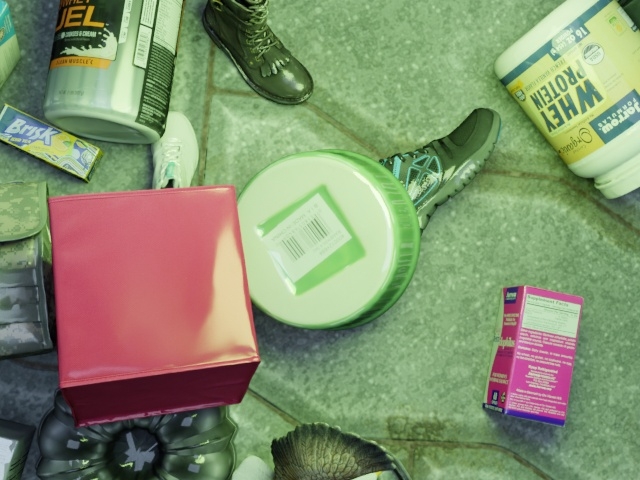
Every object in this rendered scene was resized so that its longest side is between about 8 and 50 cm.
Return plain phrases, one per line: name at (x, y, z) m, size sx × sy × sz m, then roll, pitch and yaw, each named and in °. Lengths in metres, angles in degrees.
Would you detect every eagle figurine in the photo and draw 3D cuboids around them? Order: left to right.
eagle figurine at (0.003, 0.385, 1.203) m, size 0.226 × 0.298 × 0.225 m, roll 41°, pitch 81°, yaw -3°

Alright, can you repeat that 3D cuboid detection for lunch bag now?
lunch bag at (-0.530, 0.044, 1.226) m, size 0.235 × 0.169 × 0.287 m, roll -6°, pitch 81°, yaw -13°

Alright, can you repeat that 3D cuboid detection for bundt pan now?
bundt pan at (-0.288, 0.333, 1.254) m, size 0.331 × 0.124 × 0.331 m, roll 1°, pitch 84°, yaw -9°

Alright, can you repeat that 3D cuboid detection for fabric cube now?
fabric cube at (-0.239, 0.098, 1.133) m, size 0.254 × 0.259 × 0.258 m, roll -6°, pitch 68°, yaw -16°

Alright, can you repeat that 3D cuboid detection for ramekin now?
ramekin at (0.000, 0.000, 1.264) m, size 0.303 × 0.148 × 0.303 m, roll 0°, pitch 91°, yaw 14°

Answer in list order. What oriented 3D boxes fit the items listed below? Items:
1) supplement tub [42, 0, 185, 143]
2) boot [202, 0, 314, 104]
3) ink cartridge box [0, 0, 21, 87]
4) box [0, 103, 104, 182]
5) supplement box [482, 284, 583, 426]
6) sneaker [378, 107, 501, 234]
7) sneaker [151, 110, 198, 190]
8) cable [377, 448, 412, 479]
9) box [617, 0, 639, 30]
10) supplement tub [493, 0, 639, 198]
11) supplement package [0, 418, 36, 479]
supplement tub at (-0.324, -0.327, 1.278) m, size 0.193 × 0.193 × 0.316 m, roll 8°, pitch 83°, yaw -8°
boot at (-0.108, -0.340, 1.293) m, size 0.263 × 0.229 × 0.091 m, roll 41°, pitch 80°, yaw -3°
ink cartridge box at (-0.602, -0.269, 1.222) m, size 0.168 × 0.171 × 0.232 m, roll 27°, pitch 70°, yaw -6°
box at (-0.449, -0.158, 1.313) m, size 0.169 × 0.054 × 0.059 m, roll 25°, pitch 81°, yaw -5°
supplement box at (0.364, 0.195, 1.370) m, size 0.114 × 0.111 × 0.220 m, roll 13°, pitch 82°, yaw -6°
sneaker at (0.176, -0.117, 1.367) m, size 0.139 × 0.125 × 0.341 m, roll 42°, pitch 79°, yaw -1°
sneaker at (-0.245, -0.116, 1.319) m, size 0.080 × 0.094 × 0.212 m, roll 3°, pitch 84°, yaw -7°
cable at (0.181, 0.463, 1.337) m, size 0.139 × 0.072 × 0.287 m, roll -28°, pitch 89°, yaw -16°
box at (0.691, -0.337, 1.371) m, size 0.343 × 0.312 × 0.179 m, roll 45°, pitch 80°, yaw -2°
supplement tub at (0.477, -0.252, 1.372) m, size 0.228 × 0.228 × 0.316 m, roll -39°, pitch 91°, yaw -10°
supplement package at (-0.563, 0.365, 1.195) m, size 0.194 × 0.149 × 0.203 m, roll 16°, pitch 82°, yaw -7°
